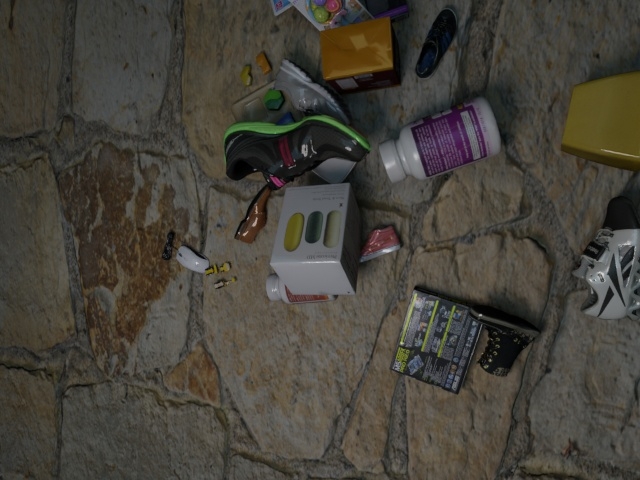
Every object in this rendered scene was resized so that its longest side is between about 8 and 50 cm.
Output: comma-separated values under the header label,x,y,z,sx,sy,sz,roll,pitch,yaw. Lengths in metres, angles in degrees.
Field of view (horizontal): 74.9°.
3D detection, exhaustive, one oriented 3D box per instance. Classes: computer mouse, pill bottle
label,x,y,z,sx,sy,sz,roll,pitch,yaw
computer mouse,-0.488,0.055,1.502,0.193,0.042,0.105,27,101,13
pill bottle,0.325,-0.268,1.164,0.302,0.169,0.169,-18,90,17
pill bottle,-0.057,0.141,1.341,0.217,0.121,0.121,-7,93,17

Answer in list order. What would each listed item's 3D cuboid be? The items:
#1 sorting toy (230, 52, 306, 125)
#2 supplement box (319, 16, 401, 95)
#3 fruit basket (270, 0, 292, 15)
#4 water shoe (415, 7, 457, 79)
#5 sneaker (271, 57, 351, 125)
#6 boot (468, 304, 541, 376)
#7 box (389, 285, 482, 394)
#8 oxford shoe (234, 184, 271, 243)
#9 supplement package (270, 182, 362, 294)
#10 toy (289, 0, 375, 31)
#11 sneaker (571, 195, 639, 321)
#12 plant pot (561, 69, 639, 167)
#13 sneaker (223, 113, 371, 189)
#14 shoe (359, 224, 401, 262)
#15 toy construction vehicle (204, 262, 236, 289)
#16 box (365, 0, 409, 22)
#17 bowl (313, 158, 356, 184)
label,x,y,z,sx,sy,sz,roll,pitch,yaw
sorting toy,-0.188,-0.441,1.367,0.229,0.041,0.306,-26,88,17
supplement box,0.121,-0.513,1.188,0.192,0.194,0.128,-3,94,17
fruit basket,-0.042,-0.888,1.222,0.328,0.165,0.352,-17,87,17
water shoe,0.331,-0.560,1.181,0.073,0.080,0.202,22,101,13
sneaker,-0.026,-0.434,1.293,0.281,0.105,0.115,41,114,7
boot,0.486,0.287,1.173,0.237,0.085,0.178,19,107,-21
box,0.350,0.300,1.267,0.217,0.060,0.269,16,99,15
oxford shoe,-0.211,-0.087,1.404,0.076,0.076,0.212,25,101,-18
supplement package,0.000,0.000,1.211,0.200,0.198,0.262,-2,57,17
toy,0.029,-0.659,1.195,0.237,0.056,0.137,31,128,-30
sneaker,0.745,0.050,1.093,0.147,0.122,0.329,-1,94,15
plant pot,0.717,-0.294,1.037,0.187,0.212,0.211,12,98,28
sneaker,-0.077,-0.241,1.220,0.484,0.185,0.202,3,80,30
shoe,0.156,0.015,1.299,0.178,0.063,0.081,-20,88,12
toy construction vehicle,-0.351,0.125,1.477,0.098,0.035,0.085,-23,77,15
box,0.189,-0.726,1.236,0.116,0.029,0.161,-11,93,18
bowl,0.043,-0.258,1.310,0.142,0.053,0.141,38,104,9
